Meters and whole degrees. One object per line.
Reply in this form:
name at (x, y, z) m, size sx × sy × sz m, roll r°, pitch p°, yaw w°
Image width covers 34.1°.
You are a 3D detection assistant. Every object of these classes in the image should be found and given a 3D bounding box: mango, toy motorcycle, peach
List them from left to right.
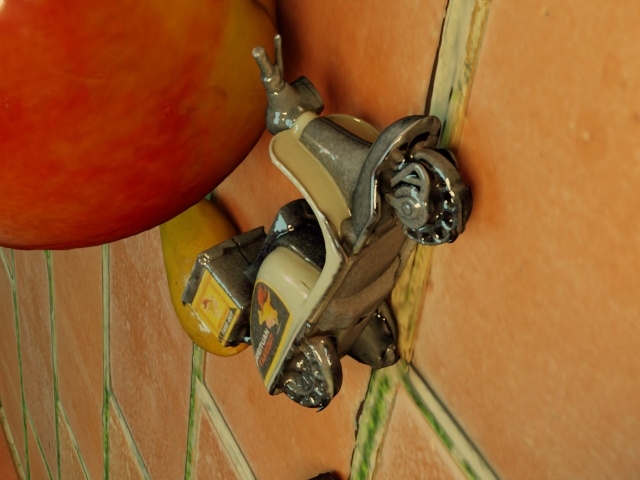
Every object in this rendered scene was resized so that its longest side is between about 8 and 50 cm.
peach at (-0.212, -0.171, 0.711) m, size 0.388 × 0.388 × 0.388 m, roll 38°, pitch 133°, yaw 55°
mango at (-0.102, 0.024, 0.933) m, size 0.190 × 0.075 × 0.098 m, roll -115°, pitch 33°, yaw -41°
toy motorcycle at (0.000, 0.000, 0.658) m, size 0.157 × 0.091 × 0.263 m, roll 47°, pitch 140°, yaw 20°

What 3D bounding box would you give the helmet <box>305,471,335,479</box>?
helmet at (-0.010, 0.246, 0.831) m, size 0.098 × 0.070 × 0.123 m, roll 54°, pitch 145°, yaw 42°
